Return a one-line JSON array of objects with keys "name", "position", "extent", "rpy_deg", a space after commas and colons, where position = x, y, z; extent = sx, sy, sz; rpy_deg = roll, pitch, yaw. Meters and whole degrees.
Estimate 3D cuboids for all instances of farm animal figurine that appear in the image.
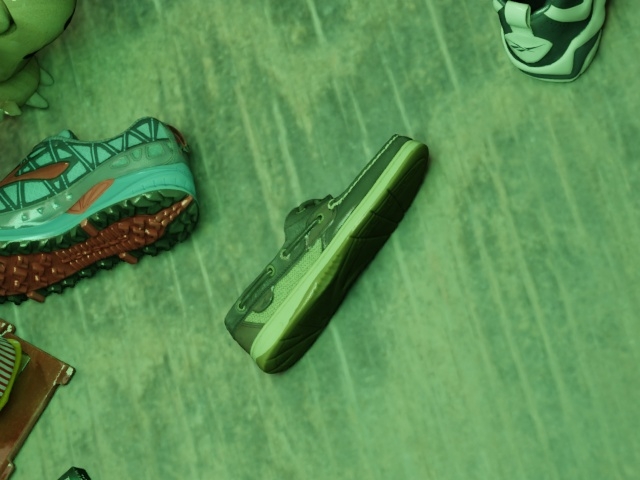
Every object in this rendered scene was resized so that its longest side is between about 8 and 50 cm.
[{"name": "farm animal figurine", "position": [-0.294, -0.196, 1.463], "extent": [0.326, 0.172, 0.330], "rpy_deg": [-6, 69, 63]}]

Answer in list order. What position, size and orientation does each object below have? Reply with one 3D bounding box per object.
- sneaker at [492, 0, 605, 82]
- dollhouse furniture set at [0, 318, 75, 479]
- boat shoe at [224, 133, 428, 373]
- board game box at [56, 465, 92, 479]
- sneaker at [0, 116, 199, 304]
[{"name": "sneaker", "position": [0.186, -0.253, 1.300], "extent": [0.094, 0.153, 0.235], "rpy_deg": [20, 85, 23]}, {"name": "dollhouse furniture set", "position": [-0.393, 0.208, 1.391], "extent": [0.152, 0.201, 0.374], "rpy_deg": [30, 88, 25]}, {"name": "boat shoe", "position": [0.000, 0.001, 1.352], "extent": [0.073, 0.080, 0.223], "rpy_deg": [37, 97, 20]}, {"name": "board game box", "position": [-0.237, 0.296, 1.402], "extent": [0.186, 0.026, 0.126], "rpy_deg": [-42, 65, 7]}, {"name": "sneaker", "position": [-0.225, -0.030, 1.456], "extent": [0.261, 0.104, 0.125], "rpy_deg": [-16, 54, 13]}]
